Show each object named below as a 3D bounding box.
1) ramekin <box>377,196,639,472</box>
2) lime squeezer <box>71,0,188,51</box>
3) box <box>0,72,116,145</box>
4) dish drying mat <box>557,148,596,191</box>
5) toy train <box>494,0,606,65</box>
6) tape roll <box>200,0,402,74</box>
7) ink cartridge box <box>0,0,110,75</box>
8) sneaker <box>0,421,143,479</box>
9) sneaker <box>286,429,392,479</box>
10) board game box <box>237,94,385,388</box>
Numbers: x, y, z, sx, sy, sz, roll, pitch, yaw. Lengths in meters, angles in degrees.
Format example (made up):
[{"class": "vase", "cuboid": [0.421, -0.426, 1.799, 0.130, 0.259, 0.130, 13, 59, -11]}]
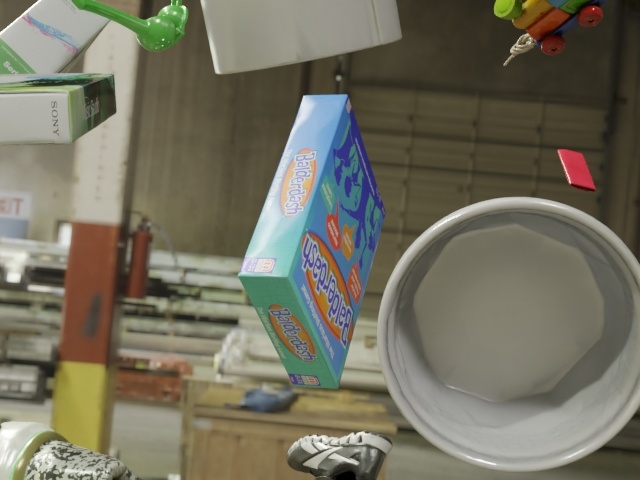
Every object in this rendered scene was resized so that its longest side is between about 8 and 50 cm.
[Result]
[{"class": "ramekin", "cuboid": [0.150, 0.065, 0.846, 0.207, 0.207, 0.109, 5, 9, 5]}, {"class": "lime squeezer", "cuboid": [-0.241, -0.321, 1.554, 0.110, 0.059, 0.310, 35, 27, 4]}, {"class": "box", "cuboid": [-0.354, -0.143, 1.157, 0.232, 0.059, 0.322, -2, 13, -3]}, {"class": "dish drying mat", "cuboid": [0.292, -0.080, 1.241, 0.032, 0.008, 0.083, 14, 32, -8]}, {"class": "toy train", "cuboid": [0.355, -0.383, 1.870, 0.143, 0.105, 0.248, 13, -33, -34]}, {"class": "tape roll", "cuboid": [-0.030, -0.314, 1.361, 0.246, 0.169, 0.246, -11, 11, 2]}, {"class": "ink cartridge box", "cuboid": [-0.409, -0.251, 1.515, 0.093, 0.212, 0.154, 43, -39, -13]}, {"class": "sneaker", "cuboid": [-0.203, 0.333, 1.176, 0.182, 0.158, 0.410, -1, -32, 24]}, {"class": "sneaker", "cuboid": [0.018, 0.392, 1.868, 0.234, 0.106, 0.078, -16, -46, 43]}, {"class": "board game box", "cuboid": [0.000, 0.000, 0.961, 0.047, 0.210, 0.160, 1, -39, 21]}]
